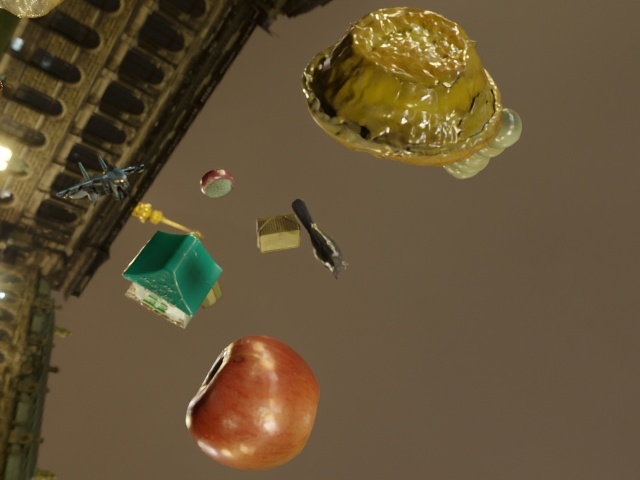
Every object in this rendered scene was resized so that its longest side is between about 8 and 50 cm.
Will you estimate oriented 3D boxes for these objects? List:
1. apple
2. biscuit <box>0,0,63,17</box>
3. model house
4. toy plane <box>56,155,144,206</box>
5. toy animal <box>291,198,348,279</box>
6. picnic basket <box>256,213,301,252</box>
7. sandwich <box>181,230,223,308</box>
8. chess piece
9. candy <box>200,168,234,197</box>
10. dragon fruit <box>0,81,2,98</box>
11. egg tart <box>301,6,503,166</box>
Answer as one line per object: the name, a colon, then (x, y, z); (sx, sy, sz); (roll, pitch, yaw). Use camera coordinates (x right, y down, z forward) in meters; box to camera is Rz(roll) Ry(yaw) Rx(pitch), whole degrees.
apple: (-0.173, 0.456, 1.424); (0.363, 0.363, 0.364); (-29, -131, 40)
biscuit: (-0.496, -0.557, 0.754); (0.104, 0.429, 0.446); (-45, -164, 54)
model house: (-0.239, 0.058, 0.835); (0.100, 0.127, 0.149); (-62, -175, -34)
toy plane: (-0.383, -0.106, 0.931); (0.246, 0.169, 0.078); (17, -54, 51)
toy animal: (0.020, 0.030, 1.707); (0.081, 0.206, 0.367); (-32, -132, 4)
picnic basket: (-0.155, -0.027, 1.877); (0.115, 0.164, 0.080); (98, -20, -52)
sandwich: (-0.310, 0.075, 1.301); (0.163, 0.079, 0.113); (44, -50, 15)
chess piece: (0.417, -0.257, 1.310); (0.243, 0.133, 0.133); (138, -33, -72)
candy: (-0.313, -0.173, 1.551); (0.103, 0.103, 0.043); (-43, -123, 28)
dragon fruit: (-0.376, -0.148, 0.455); (0.136, 0.133, 0.166); (8, -144, 31)
egg tart: (0.154, -0.298, 0.930); (0.169, 0.387, 0.388); (98, -13, -51)
